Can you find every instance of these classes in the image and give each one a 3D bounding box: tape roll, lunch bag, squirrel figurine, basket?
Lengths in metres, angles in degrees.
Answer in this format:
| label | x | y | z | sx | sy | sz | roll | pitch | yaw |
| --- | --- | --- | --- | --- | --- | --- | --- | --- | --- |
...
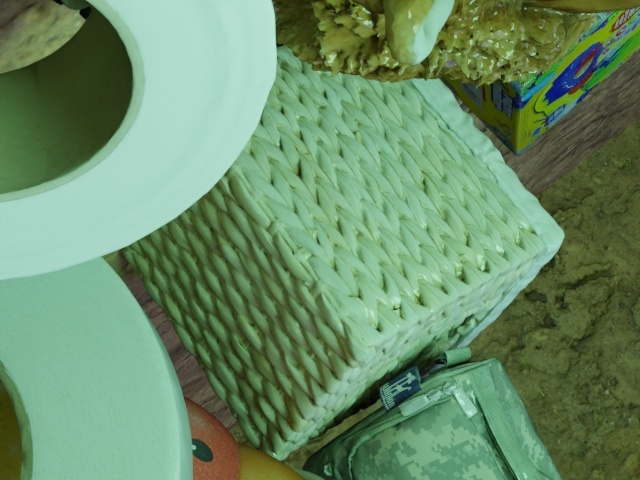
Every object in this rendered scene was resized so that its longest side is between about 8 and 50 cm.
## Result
| label | x | y | z | sx | sy | sz | roll | pitch | yaw |
| --- | --- | --- | --- | --- | --- | --- | --- | --- | --- |
| tape roll | -0.274 | 0.150 | 0.594 | 0.392 | 0.392 | 0.072 | -37 | 166 | -12 |
| lunch bag | 0.150 | 0.279 | 0.969 | 0.212 | 0.305 | 0.256 | -20 | 165 | -34 |
| tape roll | -0.169 | -0.101 | 0.460 | 0.286 | 0.100 | 0.286 | -14 | 145 | -10 |
| squirrel figurine | 0.113 | -0.222 | 0.679 | 0.370 | 0.281 | 0.397 | -33 | 168 | -35 |
| basket | 0.000 | 0.000 | 0.996 | 0.266 | 0.331 | 0.328 | -25 | 161 | -33 |

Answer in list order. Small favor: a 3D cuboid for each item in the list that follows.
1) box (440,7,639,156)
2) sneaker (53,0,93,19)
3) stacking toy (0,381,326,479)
| label | x | y | z | sx | sy | sz | roll | pitch | yaw |
| --- | --- | --- | --- | --- | --- | --- | --- | --- | --- |
| box | 0.280 | -0.286 | 1.135 | 0.279 | 0.177 | 0.290 | -42 | 166 | 2 |
| sneaker | -0.097 | -0.185 | 0.635 | 0.118 | 0.110 | 0.292 | -52 | 165 | 7 |
| stacking toy | -0.224 | 0.200 | 0.799 | 0.351 | 0.480 | 0.350 | -31 | -158 | 14 |
